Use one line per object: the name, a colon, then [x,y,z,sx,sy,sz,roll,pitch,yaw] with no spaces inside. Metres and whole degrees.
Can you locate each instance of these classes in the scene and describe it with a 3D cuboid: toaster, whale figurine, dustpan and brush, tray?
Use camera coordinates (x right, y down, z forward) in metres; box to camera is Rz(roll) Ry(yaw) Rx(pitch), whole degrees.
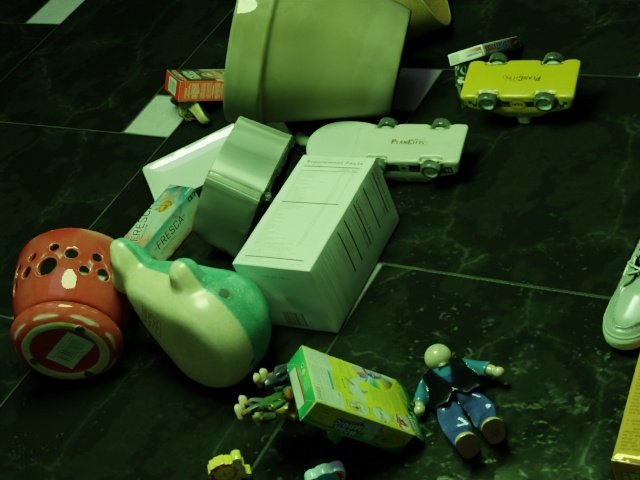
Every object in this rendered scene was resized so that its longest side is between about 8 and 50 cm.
toaster: [-0.119,-0.088,1.852,0.110,0.185,0.168,23,50,0]
whale figurine: [-0.184,0.086,1.665,0.272,0.216,0.141,35,56,22]
dustpan and brush: [0.010,-0.164,1.996,0.147,0.060,0.211,-39,48,-21]
tray: [-0.182,-0.147,2.082,0.270,0.030,0.145,-26,36,-3]

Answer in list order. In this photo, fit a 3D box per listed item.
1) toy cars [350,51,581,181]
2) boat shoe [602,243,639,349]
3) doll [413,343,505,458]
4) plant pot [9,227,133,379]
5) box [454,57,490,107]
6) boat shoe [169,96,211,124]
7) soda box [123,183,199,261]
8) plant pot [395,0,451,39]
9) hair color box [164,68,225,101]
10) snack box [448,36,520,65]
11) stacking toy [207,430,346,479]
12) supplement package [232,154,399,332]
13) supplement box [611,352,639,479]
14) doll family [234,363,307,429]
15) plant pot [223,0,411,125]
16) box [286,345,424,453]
toy cars: [0.241,-0.187,1.877,0.394,0.087,0.176,-30,49,-1]
boat shoe: [0.430,0.042,1.512,0.079,0.081,0.227,13,51,37]
doll: [0.180,0.196,1.489,0.129,0.046,0.189,-29,32,1]
plant pot: [-0.382,0.103,1.767,0.191,0.191,0.174,-13,42,13]
box: [0.276,-0.272,1.980,0.083,0.052,0.062,-12,40,14]
boat shoe: [-0.253,-0.253,2.234,0.045,0.050,0.135,-40,38,-1]
soda box: [-0.273,-0.011,1.945,0.058,0.063,0.183,9,49,35]
plant pot: [0.081,-0.452,2.180,0.254,0.237,0.237,-27,35,22]
hair color box: [-0.219,-0.298,2.216,0.141,0.043,0.072,-5,29,-31]
snack box: [0.283,-0.326,1.984,0.064,0.022,0.178,-14,6,32]
stacking toy: [-0.028,0.311,1.455,0.221,0.052,0.167,-21,38,2]
supplement package: [0.000,0.000,1.736,0.139,0.134,0.244,5,47,32]
supplement box: [0.406,0.191,1.356,0.080,0.078,0.233,1,44,28]
doll family: [-0.029,0.197,1.539,0.111,0.076,0.193,-20,18,23]
plant pot: [0.004,-0.337,2.003,0.280,0.323,0.323,11,45,3]
box: [0.048,0.206,1.474,0.043,0.179,0.105,-54,30,26]
